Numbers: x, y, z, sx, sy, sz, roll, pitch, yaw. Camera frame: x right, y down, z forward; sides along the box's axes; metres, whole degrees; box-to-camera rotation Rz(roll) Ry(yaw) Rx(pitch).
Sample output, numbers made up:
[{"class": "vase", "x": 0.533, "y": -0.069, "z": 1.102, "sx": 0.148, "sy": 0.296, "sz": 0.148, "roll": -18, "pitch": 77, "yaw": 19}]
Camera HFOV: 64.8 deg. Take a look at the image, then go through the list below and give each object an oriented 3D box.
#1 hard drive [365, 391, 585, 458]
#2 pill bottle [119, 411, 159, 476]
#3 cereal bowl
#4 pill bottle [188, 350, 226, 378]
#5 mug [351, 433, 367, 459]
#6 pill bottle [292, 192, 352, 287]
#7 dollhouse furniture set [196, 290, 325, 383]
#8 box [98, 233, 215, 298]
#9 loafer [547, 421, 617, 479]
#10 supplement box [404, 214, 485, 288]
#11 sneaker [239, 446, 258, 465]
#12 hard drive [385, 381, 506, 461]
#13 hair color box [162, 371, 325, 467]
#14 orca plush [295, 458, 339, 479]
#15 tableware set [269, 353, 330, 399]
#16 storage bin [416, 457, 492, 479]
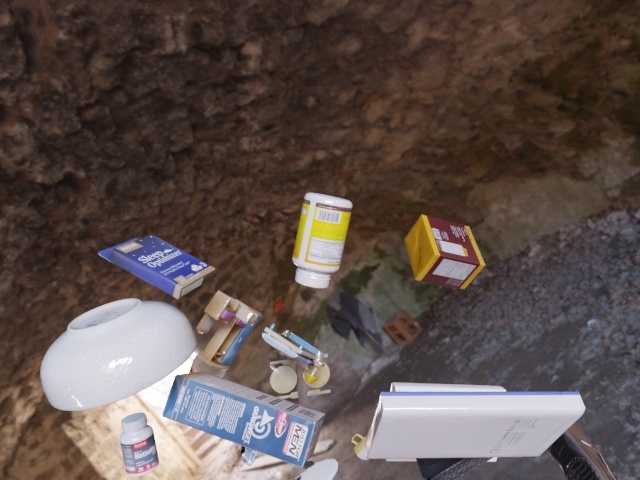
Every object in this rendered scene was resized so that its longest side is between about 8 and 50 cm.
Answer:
[{"class": "hard drive", "x": 0.248, "y": 0.319, "z": 0.863, "sx": 0.210, "sy": 0.319, "sz": 0.040, "roll": 95, "pitch": 175, "yaw": -48}, {"class": "pill bottle", "x": -0.605, "y": 0.673, "z": 1.673, "sx": 0.108, "sy": 0.180, "sz": 0.108, "roll": -9, "pitch": 7, "yaw": 1}, {"class": "cereal bowl", "x": -0.461, "y": 0.226, "z": 1.140, "sx": 0.339, "sy": 0.141, "sz": 0.339, "roll": -13, "pitch": 14, "yaw": 3}, {"class": "pill bottle", "x": -0.414, "y": 0.492, "z": 1.795, "sx": 0.121, "sy": 0.121, "sz": 0.221, "roll": -39, "pitch": -16, "yaw": -44}, {"class": "mug", "x": 0.148, "y": 0.684, "z": 1.682, "sx": 0.062, "sy": 0.078, "sz": 0.064, "roll": -96, "pitch": 30, "yaw": -58}, {"class": "pill bottle", "x": 0.000, "y": 0.000, "z": 1.202, "sx": 0.117, "sy": 0.117, "sz": 0.214, "roll": -26, "pitch": -51, "yaw": -78}, {"class": "dollhouse furniture set", "x": -0.172, "y": 0.325, "z": 1.424, "sx": 0.198, "sy": 0.303, "sz": 0.286, "roll": -59, "pitch": -22, "yaw": -8}, {"class": "box", "x": -0.371, "y": 0.047, "z": 1.145, "sx": 0.136, "sy": 0.225, "sz": 0.036, "roll": -37, "pitch": -31, "yaw": -64}, {"class": "loafer", "x": 0.773, "y": 0.640, "z": 1.447, "sx": 0.365, "sy": 0.130, "sz": 0.133, "roll": -107, "pitch": 25, "yaw": -53}, {"class": "supplement box", "x": 0.414, "y": 0.039, "z": 1.704, "sx": 0.191, "sy": 0.194, "sz": 0.129, "roll": -97, "pitch": 26, "yaw": -45}, {"class": "sneaker", "x": -0.229, "y": 0.672, "z": 1.634, "sx": 0.038, "sy": 0.069, "sz": 0.098, "roll": -48, "pitch": 0, "yaw": 25}, {"class": "hard drive", "x": 0.375, "y": 0.551, "z": 1.523, "sx": 0.047, "sy": 0.353, "sz": 0.232, "roll": -147, "pitch": 63, "yaw": -78}, {"class": "hair color box", "x": -0.176, "y": 0.418, "z": 1.207, "sx": 0.174, "sy": 0.348, "sz": 0.105, "roll": 55, "pitch": -129, "yaw": -75}, {"class": "orca plush", "x": -0.039, "y": 0.986, "z": 1.990, "sx": 0.287, "sy": 0.151, "sz": 0.102, "roll": -44, "pitch": -35, "yaw": -39}, {"class": "tableware set", "x": -0.067, "y": 0.431, "z": 1.609, "sx": 0.194, "sy": 0.128, "sz": 0.039, "roll": -4, "pitch": 0, "yaw": -17}, {"class": "storage bin", "x": 0.303, "y": 0.460, "z": 1.155, "sx": 0.180, "sy": 0.084, "sz": 0.122, "roll": -51, "pitch": 37, "yaw": 32}]
